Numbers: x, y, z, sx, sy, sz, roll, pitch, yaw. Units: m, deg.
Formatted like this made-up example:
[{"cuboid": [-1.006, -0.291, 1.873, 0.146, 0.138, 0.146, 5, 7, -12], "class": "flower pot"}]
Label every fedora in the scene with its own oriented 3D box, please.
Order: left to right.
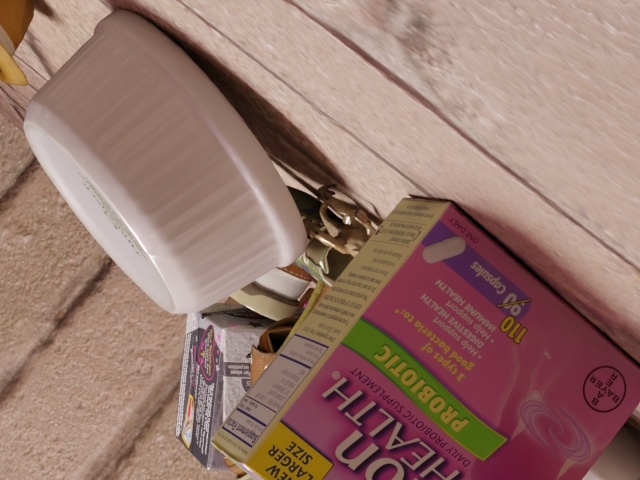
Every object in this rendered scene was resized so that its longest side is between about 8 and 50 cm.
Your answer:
[{"cuboid": [-0.352, -0.245, 2.028, 0.194, 0.079, 0.194, 41, 169, 10], "class": "fedora"}]

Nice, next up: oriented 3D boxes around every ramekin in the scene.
[{"cuboid": [-0.143, -0.057, 1.701, 0.273, 0.127, 0.273, 47, 166, 15], "class": "ramekin"}]

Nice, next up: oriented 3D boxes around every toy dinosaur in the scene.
[{"cuboid": [0.025, -0.004, 1.728, 0.183, 0.053, 0.092, 31, 172, 48], "class": "toy dinosaur"}]

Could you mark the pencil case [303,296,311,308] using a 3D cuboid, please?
[{"cuboid": [0.049, 0.110, 2.337, 0.151, 0.064, 0.070, 41, 158, -14], "class": "pencil case"}]

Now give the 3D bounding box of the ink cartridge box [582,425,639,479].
[{"cuboid": [0.189, 0.243, 1.762, 0.278, 0.201, 0.117, 37, -154, 16], "class": "ink cartridge box"}]

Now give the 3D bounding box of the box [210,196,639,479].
[{"cuboid": [0.082, 0.127, 1.460, 0.213, 0.243, 0.117, 41, 173, -13], "class": "box"}]

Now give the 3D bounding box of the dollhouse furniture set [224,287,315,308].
[{"cuboid": [-0.141, 0.002, 2.543, 0.262, 0.135, 0.259, 42, 161, -32], "class": "dollhouse furniture set"}]

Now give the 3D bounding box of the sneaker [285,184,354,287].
[{"cuboid": [0.000, 0.000, 1.818, 0.192, 0.064, 0.086, 32, 180, 0], "class": "sneaker"}]

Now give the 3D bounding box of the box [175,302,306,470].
[{"cuboid": [-0.017, 0.161, 2.160, 0.247, 0.163, 0.142, 3, -172, -21], "class": "box"}]

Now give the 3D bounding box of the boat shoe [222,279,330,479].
[{"cuboid": [-0.020, 0.123, 1.981, 0.104, 0.307, 0.111, 37, -150, -6], "class": "boat shoe"}]

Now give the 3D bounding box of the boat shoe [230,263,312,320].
[{"cuboid": [-0.119, -0.026, 2.153, 0.302, 0.103, 0.113, 33, -171, 30], "class": "boat shoe"}]
